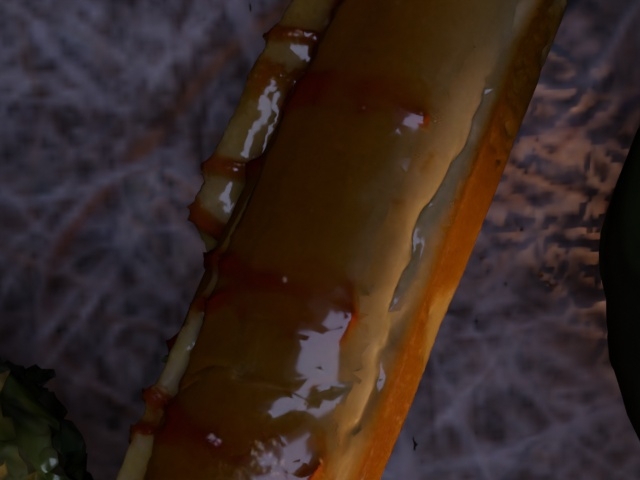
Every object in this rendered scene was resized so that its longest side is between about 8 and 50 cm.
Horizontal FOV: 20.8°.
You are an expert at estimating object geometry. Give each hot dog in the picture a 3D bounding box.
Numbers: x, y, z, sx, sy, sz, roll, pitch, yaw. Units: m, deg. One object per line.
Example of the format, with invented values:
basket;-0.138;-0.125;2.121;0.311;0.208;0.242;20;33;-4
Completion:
hot dog;0.000;0.000;0.473;0.076;0.104;0.250;21;83;-3

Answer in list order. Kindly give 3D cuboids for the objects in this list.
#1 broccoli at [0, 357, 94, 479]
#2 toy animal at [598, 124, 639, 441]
broccoli;-0.182;0.170;0.439;0.275;0.397;0.353;31;69;27
toy animal;0.175;-0.025;0.385;0.191;0.338;0.216;-14;64;-29
